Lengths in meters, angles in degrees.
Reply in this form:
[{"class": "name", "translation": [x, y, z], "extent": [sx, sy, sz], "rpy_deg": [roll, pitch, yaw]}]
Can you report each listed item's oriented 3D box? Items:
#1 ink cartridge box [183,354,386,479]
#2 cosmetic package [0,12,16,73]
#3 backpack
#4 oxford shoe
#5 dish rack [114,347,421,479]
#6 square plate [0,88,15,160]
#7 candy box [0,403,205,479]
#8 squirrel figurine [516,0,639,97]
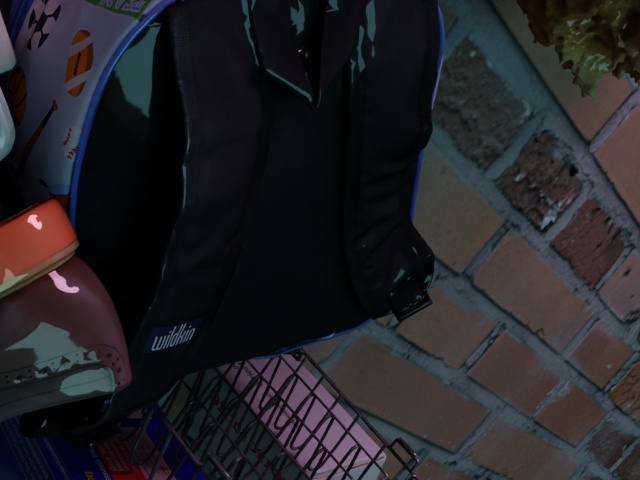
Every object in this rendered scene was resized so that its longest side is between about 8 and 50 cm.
[{"class": "ink cartridge box", "translation": [-0.049, 0.217, 0.871], "extent": [0.087, 0.153, 0.208], "rpy_deg": [-7, 129, -40]}, {"class": "cosmetic package", "translation": [-0.239, -0.184, 0.366], "extent": [0.160, 0.113, 0.309], "rpy_deg": [-27, 139, -23]}, {"class": "backpack", "translation": [-0.056, -0.060, 0.571], "extent": [0.277, 0.213, 0.263], "rpy_deg": [-19, 143, -36]}, {"class": "oxford shoe", "translation": [-0.212, 0.084, 0.452], "extent": [0.271, 0.097, 0.098], "rpy_deg": [-26, 101, 10]}, {"class": "dish rack", "translation": [-0.050, 0.129, 0.694], "extent": [0.208, 0.271, 0.074], "rpy_deg": [9, 118, -48]}, {"class": "square plate", "translation": [-0.263, -0.056, 0.254], "extent": [0.347, 0.049, 0.344], "rpy_deg": [-49, 148, -32]}, {"class": "candy box", "translation": [-0.182, 0.286, 0.713], "extent": [0.122, 0.268, 0.317], "rpy_deg": [10, 116, -44]}, {"class": "squirrel figurine", "translation": [0.274, -0.293, 0.687], "extent": [0.397, 0.281, 0.370], "rpy_deg": [-38, 154, 12]}]
